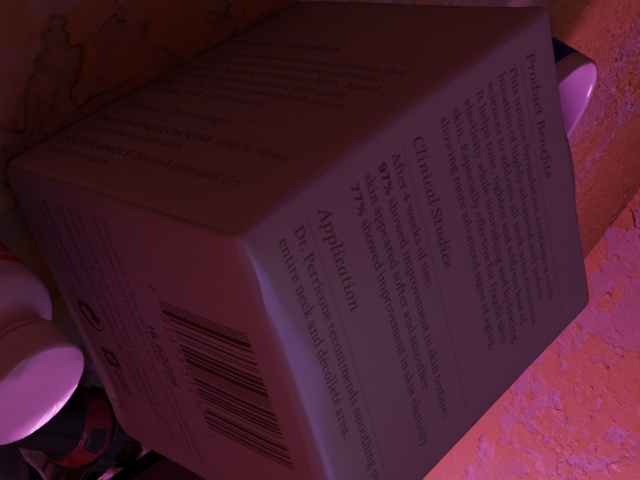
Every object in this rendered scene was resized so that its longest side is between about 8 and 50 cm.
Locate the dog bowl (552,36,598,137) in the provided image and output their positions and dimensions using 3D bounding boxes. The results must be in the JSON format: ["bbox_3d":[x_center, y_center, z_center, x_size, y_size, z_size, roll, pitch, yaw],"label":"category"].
[{"bbox_3d":[0.361,-0.222,1.722,0.265,0.104,0.265,-42,156,-24],"label":"dog bowl"}]

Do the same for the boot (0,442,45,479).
[{"bbox_3d":[-0.427,0.208,0.841,0.338,0.118,0.223,-26,126,-5],"label":"boot"}]

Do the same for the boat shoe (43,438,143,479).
[{"bbox_3d":[-0.266,0.263,1.284,0.183,0.066,0.066,-42,155,-24],"label":"boat shoe"}]

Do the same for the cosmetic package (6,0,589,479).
[{"bbox_3d":[0.000,0.000,0.934,0.393,0.327,0.330,-37,125,-33],"label":"cosmetic package"}]

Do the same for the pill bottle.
[{"bbox_3d":[-0.280,0.046,0.736,0.124,0.221,0.124,-42,156,-24],"label":"pill bottle"}]

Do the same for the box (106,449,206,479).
[{"bbox_3d":[-0.187,0.356,1.272,0.167,0.169,0.203,-31,180,-26],"label":"box"}]

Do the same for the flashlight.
[{"bbox_3d":[-0.315,0.186,1.049,0.103,0.103,0.304,-28,155,11],"label":"flashlight"}]
